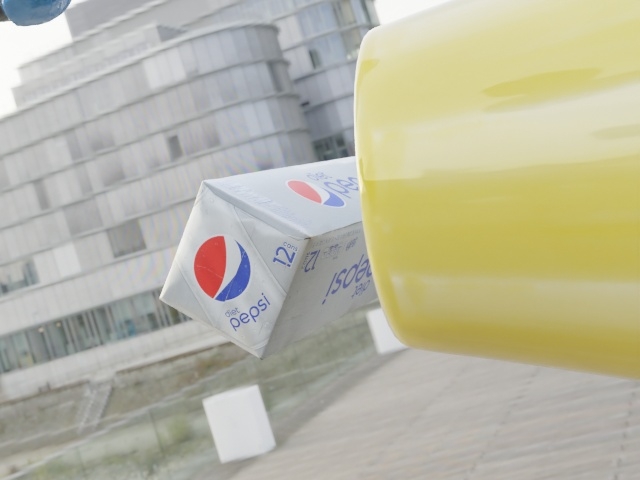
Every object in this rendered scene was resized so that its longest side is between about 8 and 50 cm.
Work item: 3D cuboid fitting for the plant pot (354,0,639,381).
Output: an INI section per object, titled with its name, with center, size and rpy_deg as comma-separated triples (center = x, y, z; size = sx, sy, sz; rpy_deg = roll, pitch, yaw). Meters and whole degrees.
[plant pot]
center = 0.149, -0.036, 0.426
size = 0.239, 0.253, 0.254
rpy_deg = -6, 2, 14

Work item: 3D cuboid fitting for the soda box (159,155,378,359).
[soda box]
center = 0.000, 0.000, 0.717
size = 0.091, 0.098, 0.286
rpy_deg = 28, 19, 19

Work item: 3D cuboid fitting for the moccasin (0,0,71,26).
[moccasin]
center = -0.202, -0.287, 0.491
size = 0.117, 0.341, 0.137
rpy_deg = -4, -17, -3
